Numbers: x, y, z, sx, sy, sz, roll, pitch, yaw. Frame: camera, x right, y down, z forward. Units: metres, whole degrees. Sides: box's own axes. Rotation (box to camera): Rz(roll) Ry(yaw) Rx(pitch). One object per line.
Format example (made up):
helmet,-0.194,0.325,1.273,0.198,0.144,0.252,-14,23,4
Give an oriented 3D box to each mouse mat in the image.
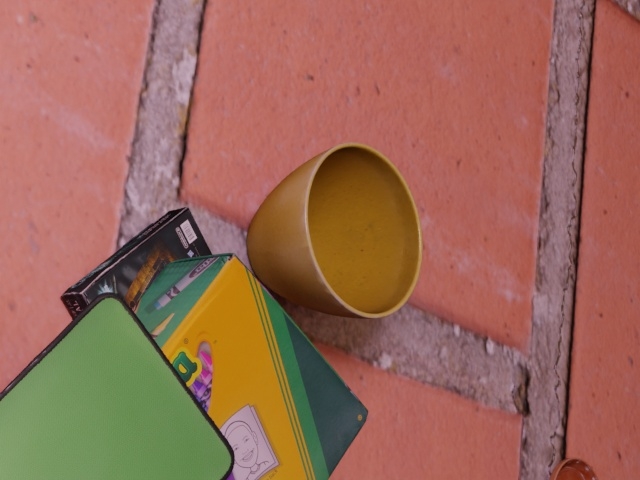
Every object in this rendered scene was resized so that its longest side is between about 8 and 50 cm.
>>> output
mouse mat,-0.145,0.143,1.019,0.189,0.007,0.152,-46,113,-32

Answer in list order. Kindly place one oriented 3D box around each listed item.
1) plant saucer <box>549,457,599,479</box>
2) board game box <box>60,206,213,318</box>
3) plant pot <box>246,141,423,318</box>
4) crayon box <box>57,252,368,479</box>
plant saucer,0.234,0.243,1.549,0.083,0.013,0.083,15,69,-45
board game box,-0.099,0.086,1.205,0.126,0.026,0.186,-41,111,-44
plant pot,0.000,0.000,1.284,0.134,0.095,0.134,15,69,-45
crayon box,-0.104,0.163,1.109,0.165,0.081,0.278,51,57,-24
